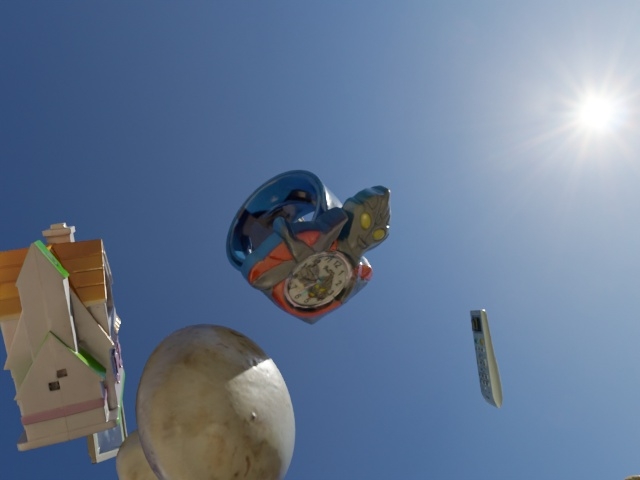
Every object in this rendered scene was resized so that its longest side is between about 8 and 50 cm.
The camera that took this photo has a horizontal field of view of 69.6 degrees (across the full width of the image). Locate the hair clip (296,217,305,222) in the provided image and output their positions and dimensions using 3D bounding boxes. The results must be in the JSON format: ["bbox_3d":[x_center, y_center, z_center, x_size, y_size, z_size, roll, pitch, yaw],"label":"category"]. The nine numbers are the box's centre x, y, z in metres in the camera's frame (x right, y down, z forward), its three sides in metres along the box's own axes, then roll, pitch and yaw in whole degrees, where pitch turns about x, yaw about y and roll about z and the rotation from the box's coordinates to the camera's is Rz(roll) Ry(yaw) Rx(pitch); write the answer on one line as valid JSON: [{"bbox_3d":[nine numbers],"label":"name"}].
[{"bbox_3d":[-0.001,0.002,1.333,0.218,0.159,0.071,28,-83,7],"label":"hair clip"}]

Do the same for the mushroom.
[{"bbox_3d":[-0.161,0.240,0.607,0.243,0.243,0.244,1,-92,-27],"label":"mushroom"}]

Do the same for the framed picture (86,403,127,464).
[{"bbox_3d":[-0.499,0.398,1.068,0.019,0.281,0.209,-13,-105,-13],"label":"framed picture"}]

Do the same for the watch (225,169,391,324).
[{"bbox_3d":[-0.028,-0.029,0.889,0.305,0.274,0.241,-44,-49,-1],"label":"watch"}]

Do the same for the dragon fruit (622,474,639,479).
[{"bbox_3d":[0.502,0.436,0.609,0.227,0.224,0.224,8,-96,-58],"label":"dragon fruit"}]

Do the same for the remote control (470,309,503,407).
[{"bbox_3d":[0.517,0.361,1.431,0.051,0.103,0.293,-7,-99,-2],"label":"remote control"}]

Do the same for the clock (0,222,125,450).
[{"bbox_3d":[-0.428,0.131,0.757,0.166,0.235,0.310,-8,-81,-20],"label":"clock"}]
